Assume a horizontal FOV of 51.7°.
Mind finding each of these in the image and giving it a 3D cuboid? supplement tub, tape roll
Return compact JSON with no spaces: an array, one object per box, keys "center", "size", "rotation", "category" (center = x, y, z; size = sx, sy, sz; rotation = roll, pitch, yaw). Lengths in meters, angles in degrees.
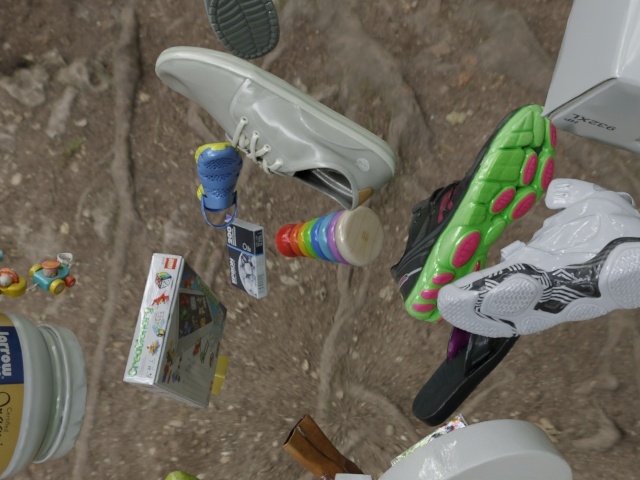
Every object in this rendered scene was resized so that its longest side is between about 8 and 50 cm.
[{"center":[-0.498,0.205,0.866],"size":[0.228,0.316,0.228],"rotation":[-8,78,45],"category":"supplement tub"},{"center":[0.238,0.459,1.115],"size":[0.392,0.392,0.072],"rotation":[-25,41,-5],"category":"tape roll"}]

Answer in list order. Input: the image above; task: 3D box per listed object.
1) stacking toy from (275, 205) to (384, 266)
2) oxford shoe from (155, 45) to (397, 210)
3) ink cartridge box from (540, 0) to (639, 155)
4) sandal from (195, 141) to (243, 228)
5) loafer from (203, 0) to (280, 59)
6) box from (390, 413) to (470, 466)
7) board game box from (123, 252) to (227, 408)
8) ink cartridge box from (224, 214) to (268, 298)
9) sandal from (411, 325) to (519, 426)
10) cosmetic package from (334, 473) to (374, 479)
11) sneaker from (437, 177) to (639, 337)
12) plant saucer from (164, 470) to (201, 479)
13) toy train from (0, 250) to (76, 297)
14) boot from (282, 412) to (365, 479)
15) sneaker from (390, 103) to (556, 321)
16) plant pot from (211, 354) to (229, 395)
[{"center":[0.000,0.000,1.626],"size":[0.141,0.330,0.141],"rotation":[4,84,-38],"category":"stacking toy"},{"center":[-0.086,-0.187,1.120],"size":[0.449,0.169,0.130],"rotation":[28,76,-2],"category":"oxford shoe"},{"center":[0.346,-0.222,0.544],"size":[0.223,0.129,0.307],"rotation":[17,85,-3],"category":"ink cartridge box"},{"center":[-0.262,-0.140,1.740],"size":[0.126,0.317,0.138],"rotation":[-7,63,-10],"category":"sandal"},{"center":[-0.126,-0.360,0.889],"size":[0.094,0.251,0.087],"rotation":[-17,47,10],"category":"loafer"},{"center":[0.274,0.506,1.525],"size":[0.207,0.036,0.114],"rotation":[-38,49,10],"category":"box"},{"center":[-0.226,0.162,1.089],"size":[0.053,0.305,0.193],"rotation":[6,70,7],"category":"board game box"},{"center":[-0.230,0.043,1.929],"size":[0.045,0.208,0.206],"rotation":[-15,111,-35],"category":"ink cartridge box"},{"center":[0.372,0.258,1.632],"size":[0.107,0.167,0.445],"rotation":[42,82,-15],"category":"sandal"},{"center":[0.084,0.589,1.355],"size":[0.086,0.231,0.117],"rotation":[-3,42,19],"category":"cosmetic package"},{"center":[0.364,0.025,1.078],"size":[0.366,0.137,0.210],"rotation":[-13,44,11],"category":"sneaker"},{"center":[-0.121,0.356,0.663],"size":[0.188,0.045,0.188],"rotation":[35,89,-17],"category":"plant saucer"},{"center":[-0.471,0.036,1.040],"size":[0.166,0.046,0.125],"rotation":[1,38,-26],"category":"toy train"},{"center":[0.008,0.632,1.759],"size":[0.096,0.264,0.280],"rotation":[-35,100,34],"category":"boot"},{"center":[0.283,-0.070,1.320],"size":[0.482,0.185,0.202],"rotation":[-57,39,14],"category":"sneaker"},{"center":[-0.304,0.361,1.813],"size":[0.083,0.081,0.081],"rotation":[17,35,-8],"category":"plant pot"}]
